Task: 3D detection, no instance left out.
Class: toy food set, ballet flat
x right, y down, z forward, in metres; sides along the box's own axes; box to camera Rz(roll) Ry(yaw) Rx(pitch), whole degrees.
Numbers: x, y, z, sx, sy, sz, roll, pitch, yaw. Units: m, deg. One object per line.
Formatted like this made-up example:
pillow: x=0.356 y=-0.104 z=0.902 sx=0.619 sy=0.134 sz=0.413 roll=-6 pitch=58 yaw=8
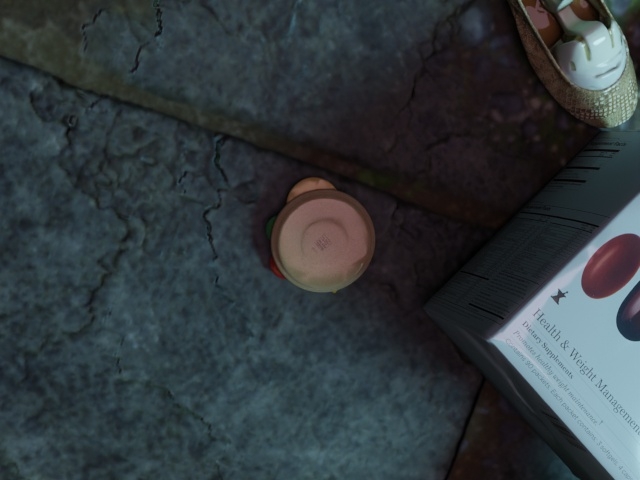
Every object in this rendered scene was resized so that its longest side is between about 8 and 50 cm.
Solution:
toy food set: x=0.000 y=0.000 z=0.885 sx=0.083 sy=0.020 sz=0.082 roll=32 pitch=95 yaw=-13
ballet flat: x=0.177 y=-0.167 z=0.853 sx=0.073 sy=0.067 sz=0.206 roll=-37 pitch=104 yaw=-1

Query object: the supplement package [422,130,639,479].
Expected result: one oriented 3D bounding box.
supplement package: x=0.227 y=0.056 z=0.851 sx=0.203 sy=0.149 sz=0.194 roll=-44 pitch=103 yaw=-6
